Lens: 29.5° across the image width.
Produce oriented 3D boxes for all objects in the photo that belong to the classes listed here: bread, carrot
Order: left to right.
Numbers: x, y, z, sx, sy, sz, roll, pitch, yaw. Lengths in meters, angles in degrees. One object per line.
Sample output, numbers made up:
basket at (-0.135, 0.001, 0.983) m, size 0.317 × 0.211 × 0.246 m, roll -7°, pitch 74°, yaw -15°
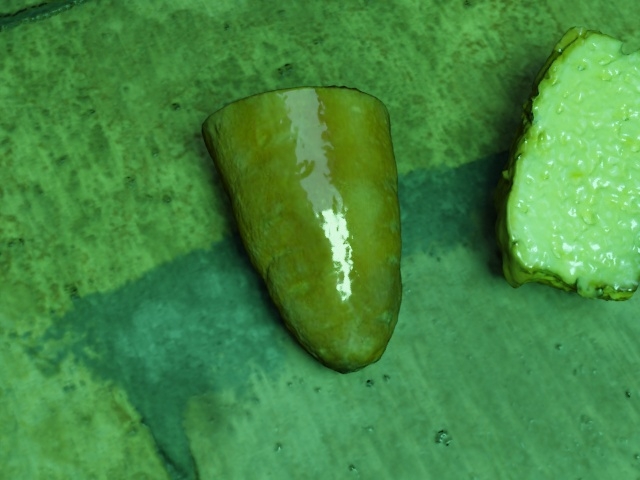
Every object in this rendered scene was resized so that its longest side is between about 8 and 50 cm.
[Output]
carrot at (0.000, 0.000, 1.002) m, size 0.159 × 0.159 × 0.225 m, roll -10°, pitch 76°, yaw -8°
bread at (0.223, -0.045, 1.025) m, size 0.143 × 0.139 × 0.229 m, roll 20°, pitch 70°, yaw 8°
